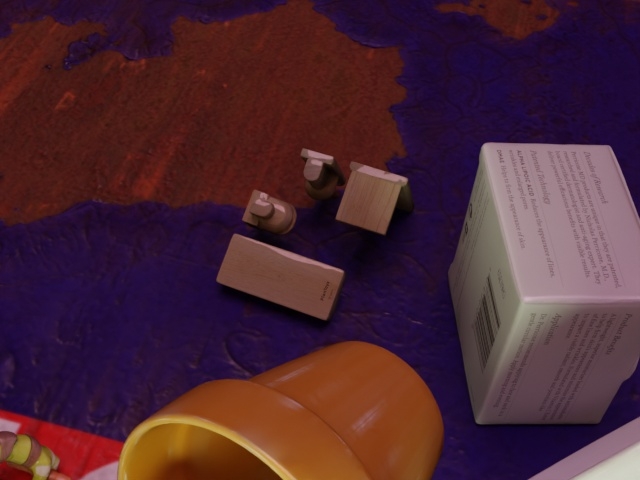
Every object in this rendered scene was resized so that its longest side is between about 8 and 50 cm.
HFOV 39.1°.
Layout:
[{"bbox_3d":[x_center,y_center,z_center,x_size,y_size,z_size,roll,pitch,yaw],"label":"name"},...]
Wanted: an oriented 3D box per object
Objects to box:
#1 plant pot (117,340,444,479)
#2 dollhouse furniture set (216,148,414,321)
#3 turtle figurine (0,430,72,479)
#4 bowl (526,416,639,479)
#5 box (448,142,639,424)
[{"bbox_3d":[-0.009,0.171,0.660,0.205,0.205,0.188,31,37,21],"label":"plant pot"},{"bbox_3d":[0.000,0.000,0.911,0.144,0.123,0.151,18,84,12],"label":"dollhouse furniture set"},{"bbox_3d":[-0.314,0.133,0.665,0.269,0.087,0.217,10,20,-44],"label":"turtle figurine"},{"bbox_3d":[0.228,0.197,0.610,0.298,0.298,0.134,-22,72,-23],"label":"bowl"},{"bbox_3d":[0.195,0.039,0.789,0.119,0.181,0.182,1,48,-5],"label":"box"}]
